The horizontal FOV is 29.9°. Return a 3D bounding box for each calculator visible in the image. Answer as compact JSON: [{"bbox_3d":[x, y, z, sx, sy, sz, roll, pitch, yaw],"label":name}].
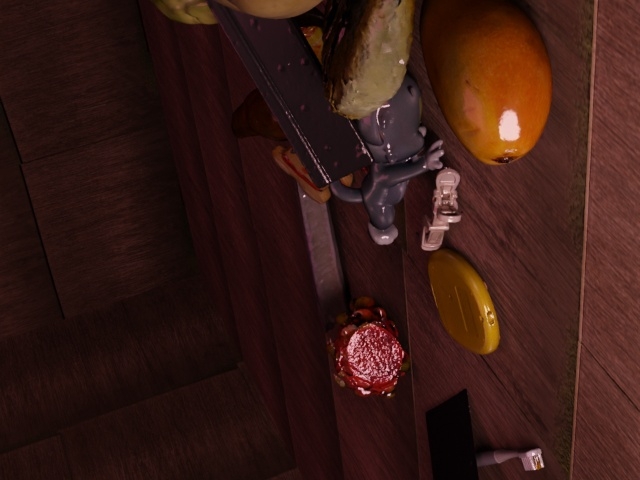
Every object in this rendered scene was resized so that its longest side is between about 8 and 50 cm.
[{"bbox_3d":[0.194,0.084,1.678,0.235,0.032,0.146,-153,45,-74],"label":"calculator"}]

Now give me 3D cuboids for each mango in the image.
[{"bbox_3d":[0.166,-0.192,1.237,0.138,0.113,0.253,99,161,-50],"label":"mango"}]

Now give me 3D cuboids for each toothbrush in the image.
[{"bbox_3d":[0.260,0.321,1.765,0.342,0.025,0.030,136,120,-75],"label":"toothbrush"}]

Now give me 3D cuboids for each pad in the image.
[{"bbox_3d":[0.213,0.337,1.933,0.265,0.009,0.160,119,147,-72],"label":"pad"}]

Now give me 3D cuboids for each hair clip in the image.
[{"bbox_3d":[0.158,-0.018,1.643,0.226,0.034,0.072,104,166,-66],"label":"hair clip"}]

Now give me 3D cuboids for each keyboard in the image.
[{"bbox_3d":[-0.046,-0.212,1.523,0.310,0.101,0.018,59,-150,-11],"label":"keyboard"}]

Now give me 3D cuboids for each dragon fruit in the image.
[{"bbox_3d":[0.079,0.179,2.107,0.208,0.133,0.150,-99,30,-43],"label":"dragon fruit"}]

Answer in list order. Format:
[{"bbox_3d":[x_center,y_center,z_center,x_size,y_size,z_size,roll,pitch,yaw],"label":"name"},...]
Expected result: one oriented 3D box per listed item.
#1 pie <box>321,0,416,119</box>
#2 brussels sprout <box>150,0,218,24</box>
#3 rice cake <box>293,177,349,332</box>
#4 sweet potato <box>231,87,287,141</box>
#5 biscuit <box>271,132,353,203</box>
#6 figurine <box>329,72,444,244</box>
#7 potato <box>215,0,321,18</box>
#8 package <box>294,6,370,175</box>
[{"bbox_3d":[0.065,-0.288,1.383,0.371,0.078,0.296,124,153,-70],"label":"pie"},{"bbox_3d":[-0.110,-0.438,1.626,0.268,0.344,0.344,-10,-102,-60],"label":"brussels sprout"},{"bbox_3d":[0.000,0.000,2.292,0.070,0.064,0.399,-111,9,-56],"label":"rice cake"},{"bbox_3d":[-0.074,-0.234,2.166,0.359,0.112,0.112,13,122,63],"label":"sweet potato"},{"bbox_3d":[-0.010,-0.141,2.060,0.153,0.030,0.234,42,156,-7],"label":"biscuit"},{"bbox_3d":[0.077,-0.132,1.636,0.193,0.140,0.265,-98,20,-52],"label":"figurine"},{"bbox_3d":[-0.061,-0.369,1.319,0.326,0.221,0.243,-114,35,-60],"label":"potato"},{"bbox_3d":[0.009,-0.244,1.781,0.223,0.108,0.288,-120,7,-61],"label":"package"}]
